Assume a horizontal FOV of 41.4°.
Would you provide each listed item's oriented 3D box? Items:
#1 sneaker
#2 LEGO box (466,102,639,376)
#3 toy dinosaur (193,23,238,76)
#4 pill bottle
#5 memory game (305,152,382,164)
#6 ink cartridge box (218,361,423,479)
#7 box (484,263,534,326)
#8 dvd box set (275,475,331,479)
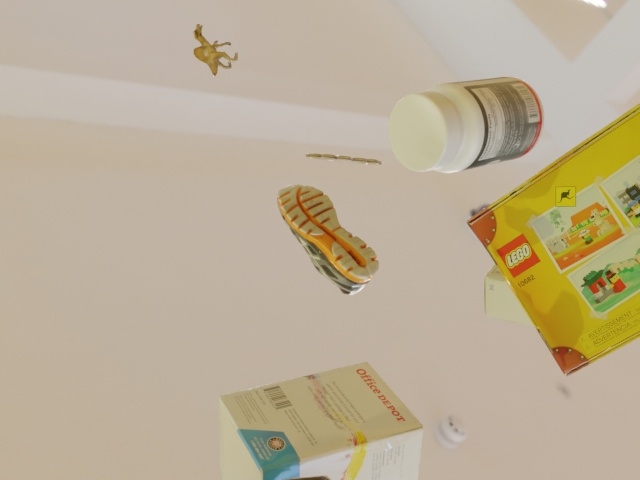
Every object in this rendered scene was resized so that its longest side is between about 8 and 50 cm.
[{"bbox_3d":[0.000,0.000,1.325,0.084,0.083,0.215,-26,-115,-28],"label":"sneaker"},{"bbox_3d":[0.608,-0.021,1.667,0.193,0.500,0.372,-8,-115,-60],"label":"LEGO box"},{"bbox_3d":[-0.236,-0.405,1.883,0.093,0.053,0.183,-1,-130,-29],"label":"toy dinosaur"},{"bbox_3d":[0.266,-0.210,1.546,0.283,0.161,0.161,-15,-122,-41],"label":"pill bottle"},{"bbox_3d":[0.056,-0.196,2.033,0.186,0.012,0.186,5,-176,0],"label":"memory game"},{"bbox_3d":[-0.003,0.349,1.358,0.270,0.197,0.198,-10,-152,-22],"label":"ink cartridge box"},{"bbox_3d":[0.553,0.112,2.292,0.149,0.126,0.232,11,-149,30],"label":"box"},{"bbox_3d":[-0.164,0.501,1.092,0.308,0.420,0.062,10,-160,-43],"label":"dvd box set"}]
